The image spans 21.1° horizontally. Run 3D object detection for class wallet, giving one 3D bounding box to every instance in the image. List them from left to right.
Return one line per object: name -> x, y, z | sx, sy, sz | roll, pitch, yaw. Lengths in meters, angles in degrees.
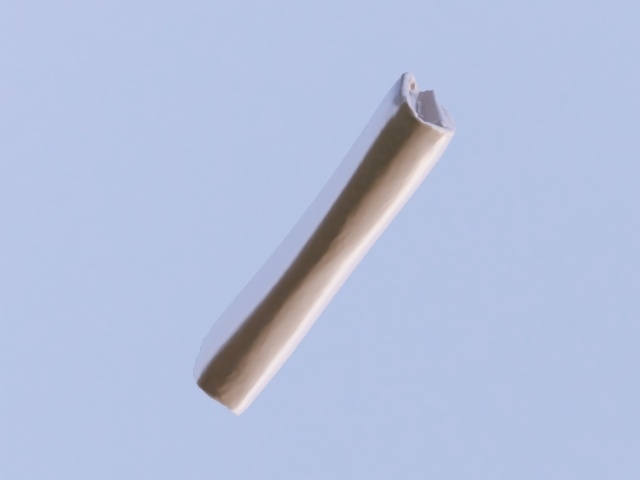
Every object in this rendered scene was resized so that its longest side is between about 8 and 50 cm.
wallet -> 0.000, 0.000, 0.582 | 0.025, 0.061, 0.122 | 33, -75, -13
